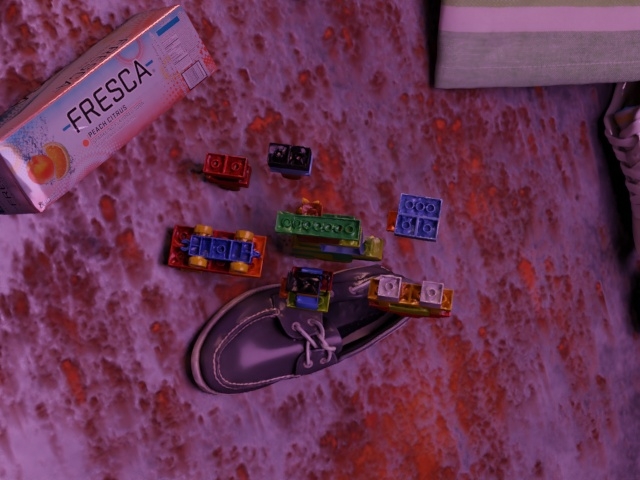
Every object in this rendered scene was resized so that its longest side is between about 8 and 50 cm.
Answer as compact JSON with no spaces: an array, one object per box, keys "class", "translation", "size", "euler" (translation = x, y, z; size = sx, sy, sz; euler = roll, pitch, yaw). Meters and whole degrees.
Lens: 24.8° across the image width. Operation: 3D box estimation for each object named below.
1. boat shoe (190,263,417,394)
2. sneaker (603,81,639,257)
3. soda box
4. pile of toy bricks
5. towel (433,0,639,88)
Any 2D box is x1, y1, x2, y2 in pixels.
[{"class":"boat shoe","translation":[-0.007,0.066,1.138],"size":[0.206,0.065,0.075],"euler":[-21,103,-37]},{"class":"sneaker","translation":[0.316,-0.085,1.392],"size":[0.092,0.087,0.228],"euler":[8,80,-29]},{"class":"soda box","translation":[-0.160,-0.093,1.017],"size":[0.183,0.063,0.058],"euler":[-43,115,-31]},{"class":"pile of toy bricks","translation":[0.000,0.000,1.116],"size":[0.212,0.105,0.118],"euler":[8,78,5]},{"class":"towel","translation":[0.221,-0.294,1.253],"size":[0.248,0.038,0.324],"euler":[-4,110,-21]}]
